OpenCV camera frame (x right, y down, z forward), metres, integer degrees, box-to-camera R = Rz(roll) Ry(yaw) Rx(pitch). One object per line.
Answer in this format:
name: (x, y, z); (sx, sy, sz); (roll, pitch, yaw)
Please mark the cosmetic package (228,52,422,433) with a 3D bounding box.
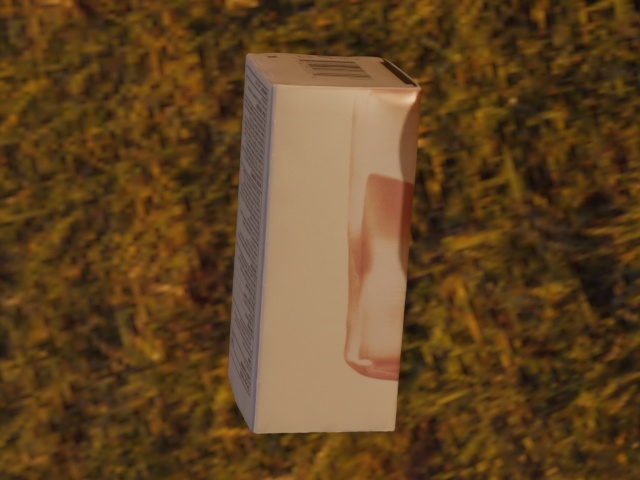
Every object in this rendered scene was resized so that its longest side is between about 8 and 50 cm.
cosmetic package: (0.000, 0.000, 1.603); (0.153, 0.129, 0.296); (-124, 37, -70)
